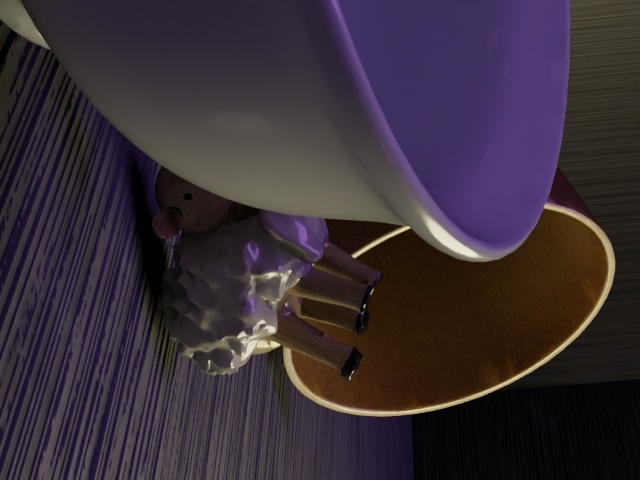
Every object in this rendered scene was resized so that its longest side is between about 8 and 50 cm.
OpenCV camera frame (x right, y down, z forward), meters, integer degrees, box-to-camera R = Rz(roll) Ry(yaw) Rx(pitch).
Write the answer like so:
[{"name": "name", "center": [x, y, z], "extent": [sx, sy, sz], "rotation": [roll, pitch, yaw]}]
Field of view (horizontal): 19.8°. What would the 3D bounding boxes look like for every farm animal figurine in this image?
[{"name": "farm animal figurine", "center": [0.000, -0.143, 0.801], "extent": [0.326, 0.172, 0.330], "rotation": [102, 11, -59]}]

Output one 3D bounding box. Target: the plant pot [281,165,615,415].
[{"name": "plant pot", "center": [0.058, -0.045, 1.319], "extent": [0.237, 0.237, 0.254], "rotation": [78, -5, -54]}]

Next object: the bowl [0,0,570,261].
[{"name": "bowl", "center": [-0.029, -0.134, 0.524], "extent": [0.298, 0.134, 0.297], "rotation": [-8, 90, -70]}]
